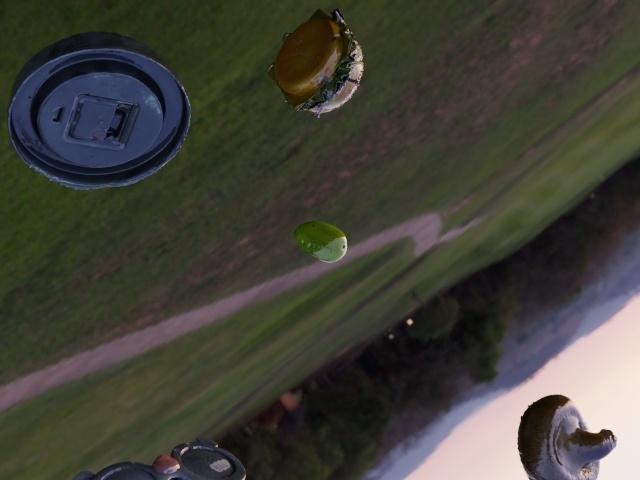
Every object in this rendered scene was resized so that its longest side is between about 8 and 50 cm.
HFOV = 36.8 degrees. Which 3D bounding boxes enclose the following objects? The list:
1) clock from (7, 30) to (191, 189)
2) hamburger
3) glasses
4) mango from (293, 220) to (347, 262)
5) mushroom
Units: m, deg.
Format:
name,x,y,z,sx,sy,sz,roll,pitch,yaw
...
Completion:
name,x,y,z,sx,sy,sz,roll,pitch,yaw
clock,-0.342,-0.196,1.486,0.280,0.055,0.281,-11,139,-10
hamburger,0.000,-0.279,1.536,0.164,0.189,0.093,-40,137,22
glasses,-0.222,0.407,1.279,0.234,0.118,0.268,-8,119,-45
mango,0.000,0.000,1.875,0.056,0.108,0.073,-48,153,-78
mushroom,0.270,0.233,1.083,0.109,0.126,0.085,-30,-165,-13
